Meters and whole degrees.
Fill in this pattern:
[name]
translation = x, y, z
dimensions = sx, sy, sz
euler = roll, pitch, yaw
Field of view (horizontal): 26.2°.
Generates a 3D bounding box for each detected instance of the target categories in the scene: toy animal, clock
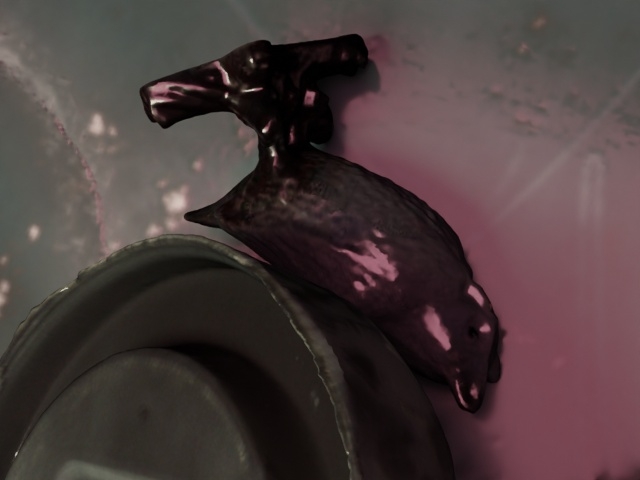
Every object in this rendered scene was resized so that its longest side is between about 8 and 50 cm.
[toy animal]
translation = 0.000, 0.005, 0.675
dimensions = 0.117, 0.121, 0.210
euler = -33, 83, 23
[clock]
translation = -0.072, 0.161, 0.582
dimensions = 0.325, 0.067, 0.325
euler = -22, 60, 43
